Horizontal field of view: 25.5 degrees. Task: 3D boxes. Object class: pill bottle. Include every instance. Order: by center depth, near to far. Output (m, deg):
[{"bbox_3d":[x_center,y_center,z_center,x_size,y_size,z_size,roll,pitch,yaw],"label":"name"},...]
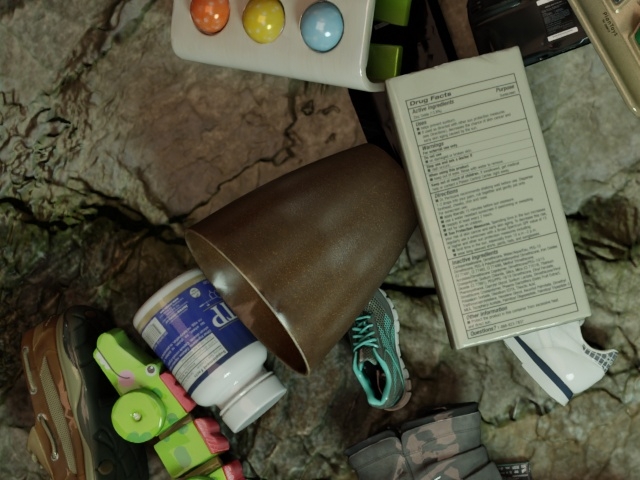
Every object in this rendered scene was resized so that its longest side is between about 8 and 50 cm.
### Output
[{"bbox_3d":[-0.131,0.136,1.723,0.112,0.112,0.186,-43,81,17],"label":"pill bottle"}]

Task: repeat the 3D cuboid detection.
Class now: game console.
[{"bbox_3d":[0.198,-0.225,1.622,0.361,0.044,0.213,-19,89,20],"label":"game console"}]

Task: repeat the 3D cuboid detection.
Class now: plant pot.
[{"bbox_3d":[0.000,0.000,1.620,0.230,0.215,0.215,-40,79,-14],"label":"plant pot"}]

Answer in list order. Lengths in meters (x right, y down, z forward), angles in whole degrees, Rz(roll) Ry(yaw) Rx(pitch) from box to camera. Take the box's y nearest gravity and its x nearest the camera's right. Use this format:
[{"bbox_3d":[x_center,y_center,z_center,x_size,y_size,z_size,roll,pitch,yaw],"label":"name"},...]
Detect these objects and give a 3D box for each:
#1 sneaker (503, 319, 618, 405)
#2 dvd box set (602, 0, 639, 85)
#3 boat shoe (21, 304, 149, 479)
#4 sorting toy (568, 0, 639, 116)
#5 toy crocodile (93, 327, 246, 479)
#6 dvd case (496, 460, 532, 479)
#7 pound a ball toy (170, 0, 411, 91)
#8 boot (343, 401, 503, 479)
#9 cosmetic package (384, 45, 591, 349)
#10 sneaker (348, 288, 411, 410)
[{"bbox_3d":[0.234,0.075,1.618,0.095,0.090,0.235,-40,85,5],"label":"sneaker"},{"bbox_3d":[0.465,-0.238,1.496,0.308,0.062,0.420,-23,86,9],"label":"dvd box set"},{"bbox_3d":[-0.306,0.248,1.797,0.120,0.122,0.324,-14,81,25],"label":"boat shoe"},{"bbox_3d":[0.399,-0.228,1.455,0.229,0.041,0.307,-29,85,10],"label":"sorting toy"},{"bbox_3d":[-0.164,0.248,1.743,0.105,0.115,0.340,-35,84,7],"label":"toy crocodile"},{"bbox_3d":[0.214,0.324,1.670,0.087,0.013,0.119,-10,89,19],"label":"dvd case"},{"bbox_3d":[-0.053,-0.295,1.624,0.319,0.136,0.208,14,103,32],"label":"pound a ball toy"},{"bbox_3d":[0.198,0.286,1.611,0.338,0.118,0.222,-15,83,15],"label":"boot"},{"bbox_3d":[0.176,-0.041,1.525,0.153,0.129,0.296,-13,85,1],"label":"cosmetic package"},{"bbox_3d":[0.062,0.124,1.675,0.065,0.076,0.166,-21,87,18],"label":"sneaker"}]
